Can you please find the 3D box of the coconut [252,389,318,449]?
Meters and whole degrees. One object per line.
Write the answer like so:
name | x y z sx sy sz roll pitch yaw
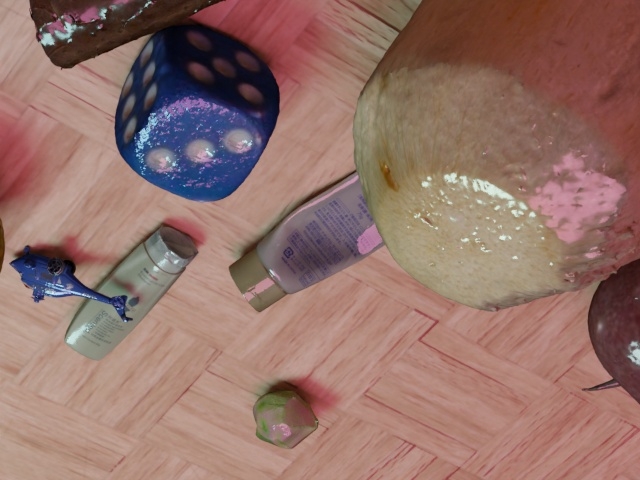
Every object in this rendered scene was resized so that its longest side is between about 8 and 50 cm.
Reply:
coconut | -0.051 0.236 2.145 0.081 0.083 0.082 -34 102 10

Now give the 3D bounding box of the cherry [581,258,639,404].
cherry | 0.445 0.118 1.985 0.285 0.213 0.236 -34 132 12

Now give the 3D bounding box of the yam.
yam | -0.174 -0.279 1.682 0.279 0.131 0.131 -21 128 13

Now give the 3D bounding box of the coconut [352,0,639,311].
coconut | 0.240 -0.128 1.679 0.415 0.415 0.345 -26 116 18

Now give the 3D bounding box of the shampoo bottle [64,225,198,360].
shampoo bottle | -0.237 0.066 2.012 0.072 0.049 0.212 32 121 -21

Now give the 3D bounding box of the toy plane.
toy plane | -0.304 0.058 1.977 0.167 0.054 0.062 20 89 10

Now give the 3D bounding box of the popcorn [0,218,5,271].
popcorn | -0.491 0.035 1.850 0.276 0.225 0.276 -24 153 -13

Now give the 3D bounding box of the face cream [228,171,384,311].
face cream | 0.000 0.000 1.973 0.224 0.070 0.114 -34 125 8

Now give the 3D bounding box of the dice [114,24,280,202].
dice | -0.138 -0.140 1.787 0.146 0.143 0.146 21 125 -23
